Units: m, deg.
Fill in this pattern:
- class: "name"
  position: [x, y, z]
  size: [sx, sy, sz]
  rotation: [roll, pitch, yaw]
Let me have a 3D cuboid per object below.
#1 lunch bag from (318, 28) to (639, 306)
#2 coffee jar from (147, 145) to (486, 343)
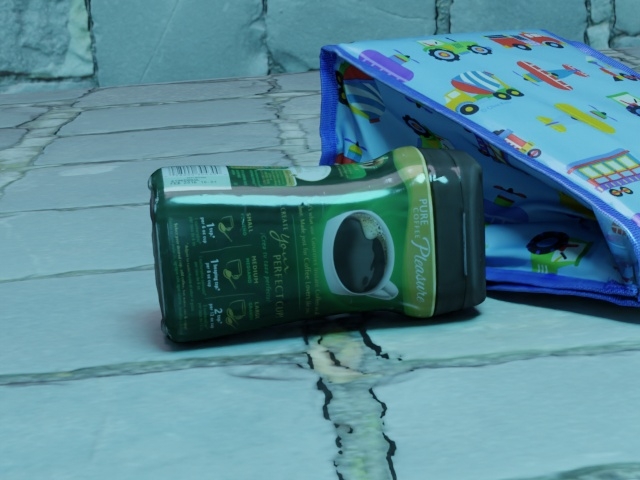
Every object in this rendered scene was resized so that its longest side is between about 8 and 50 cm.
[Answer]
- class: "lunch bag"
  position: [0.172, -0.040, 0.905]
  size: [0.221, 0.138, 0.293]
  rotation: [-11, 23, -41]
- class: "coffee jar"
  position: [0.000, 0.000, 0.802]
  size: [0.184, 0.096, 0.079]
  rotation: [-5, 15, -6]
